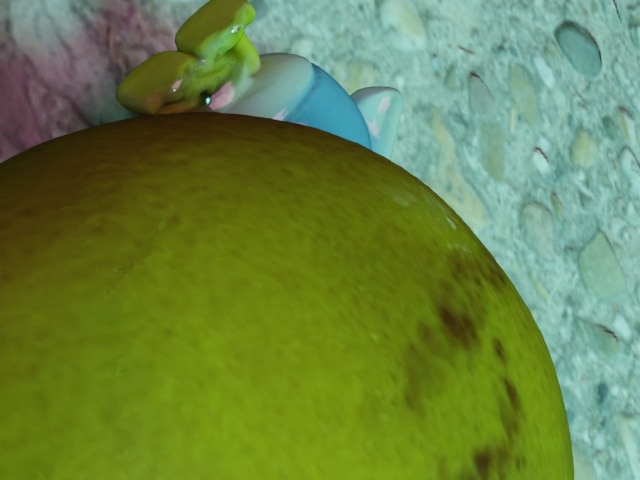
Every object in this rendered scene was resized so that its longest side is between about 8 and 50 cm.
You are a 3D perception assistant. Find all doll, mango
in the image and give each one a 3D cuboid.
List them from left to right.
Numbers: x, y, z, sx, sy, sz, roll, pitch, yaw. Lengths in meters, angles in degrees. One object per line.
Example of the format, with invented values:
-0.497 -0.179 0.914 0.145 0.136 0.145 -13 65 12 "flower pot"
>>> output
-0.041 0.085 0.608 0.264 0.221 0.378 59 20 -2 "mango"
0.001 0.000 0.816 0.241 0.098 0.135 49 40 -17 "doll"
